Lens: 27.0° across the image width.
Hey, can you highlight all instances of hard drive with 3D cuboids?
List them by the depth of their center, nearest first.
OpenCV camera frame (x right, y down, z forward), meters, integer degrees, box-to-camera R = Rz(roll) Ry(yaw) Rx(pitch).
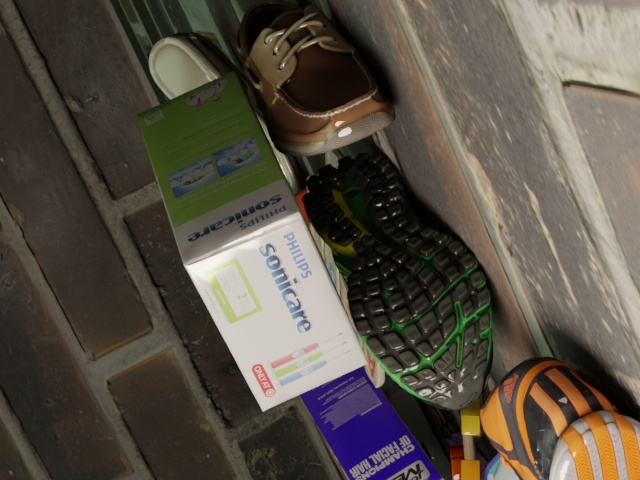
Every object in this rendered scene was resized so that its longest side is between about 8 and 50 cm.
[{"bbox_3d":[0.123,0.274,2.040,0.203,0.040,0.307,62,174,-14],"label":"hard drive"}]

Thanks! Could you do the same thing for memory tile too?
[{"bbox_3d":[0.165,0.260,1.902,0.148,0.012,0.113,56,169,43],"label":"memory tile"}]

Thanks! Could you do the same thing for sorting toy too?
[{"bbox_3d":[0.159,0.256,1.468,0.307,0.041,0.229,76,-165,-57],"label":"sorting toy"}]

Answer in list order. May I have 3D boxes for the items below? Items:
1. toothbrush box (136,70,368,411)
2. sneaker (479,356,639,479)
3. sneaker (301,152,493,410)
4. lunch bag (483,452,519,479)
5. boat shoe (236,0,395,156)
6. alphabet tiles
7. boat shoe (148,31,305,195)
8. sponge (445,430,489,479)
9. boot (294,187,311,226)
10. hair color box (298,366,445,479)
[{"bbox_3d":[-0.073,-0.006,1.343,0.283,0.122,0.206,-118,3,-52],"label":"toothbrush box"},{"bbox_3d":[0.229,0.235,1.167,0.180,0.124,0.321,-124,21,-59],"label":"sneaker"},{"bbox_3d":[0.096,0.051,1.380,0.146,0.134,0.344,61,-177,-41],"label":"sneaker"},{"bbox_3d":[0.227,0.270,1.325,0.129,0.096,0.151,-121,24,-43],"label":"lunch bag"},{"bbox_3d":[-0.022,-0.173,1.355,0.324,0.123,0.116,42,155,63],"label":"boat shoe"},{"bbox_3d":[0.039,0.034,1.685,0.284,0.021,0.278,-126,27,-53],"label":"alphabet tiles"},{"bbox_3d":[-0.124,-0.178,2.002,0.324,0.116,0.096,50,-148,1],"label":"boat shoe"},{"bbox_3d":[0.230,0.363,1.768,0.210,0.031,0.117,67,170,-24],"label":"sponge"},{"bbox_3d":[0.000,0.000,1.860,0.158,0.084,0.059,58,169,19],"label":"boot"},{"bbox_3d":[0.087,0.305,1.755,0.185,0.110,0.339,62,173,-31],"label":"hair color box"}]
